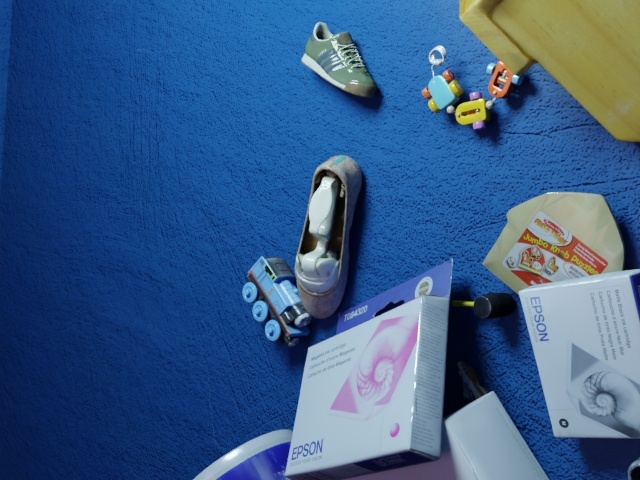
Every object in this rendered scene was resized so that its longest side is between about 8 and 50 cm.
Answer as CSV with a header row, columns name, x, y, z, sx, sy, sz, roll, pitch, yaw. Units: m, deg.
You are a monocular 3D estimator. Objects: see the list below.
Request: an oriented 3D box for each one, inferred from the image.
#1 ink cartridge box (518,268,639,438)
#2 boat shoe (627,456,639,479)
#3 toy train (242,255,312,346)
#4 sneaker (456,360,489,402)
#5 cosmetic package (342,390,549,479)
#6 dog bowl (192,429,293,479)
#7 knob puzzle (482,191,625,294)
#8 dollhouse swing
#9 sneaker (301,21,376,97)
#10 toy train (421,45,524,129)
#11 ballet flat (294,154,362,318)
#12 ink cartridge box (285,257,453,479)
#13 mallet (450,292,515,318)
name,x,y,z,sx,sy,sz,roll,pitch,yaw
ink cartridge box,0.398,0.155,1.030,0.224,0.045,0.223,-14,91,40
boat shoe,0.490,0.399,0.946,0.108,0.102,0.301,-45,62,37
toy train,-0.083,0.120,1.527,0.105,0.080,0.184,-50,58,28
sneaker,0.239,0.236,1.239,0.037,0.032,0.083,-49,59,35
cosmetic package,0.165,0.416,1.226,0.365,0.155,0.197,-40,73,38
dog bowl,-0.134,0.482,1.468,0.104,0.265,0.265,53,127,26
knob puzzle,0.351,0.013,1.099,0.213,0.030,0.213,11,109,36
dollhouse swing,0.413,-0.363,1.006,0.347,0.305,0.315,-45,20,38
sneaker,0.037,-0.332,1.381,0.192,0.064,0.086,41,125,39
toy train,0.240,-0.242,1.201,0.166,0.046,0.125,27,110,38
ballet flat,0.000,0.000,1.398,0.108,0.106,0.316,11,103,19
ink cartridge box,0.076,0.211,1.245,0.324,0.071,0.330,-33,40,48
mallet,0.231,0.102,1.243,0.190,0.062,0.039,-3,89,60
